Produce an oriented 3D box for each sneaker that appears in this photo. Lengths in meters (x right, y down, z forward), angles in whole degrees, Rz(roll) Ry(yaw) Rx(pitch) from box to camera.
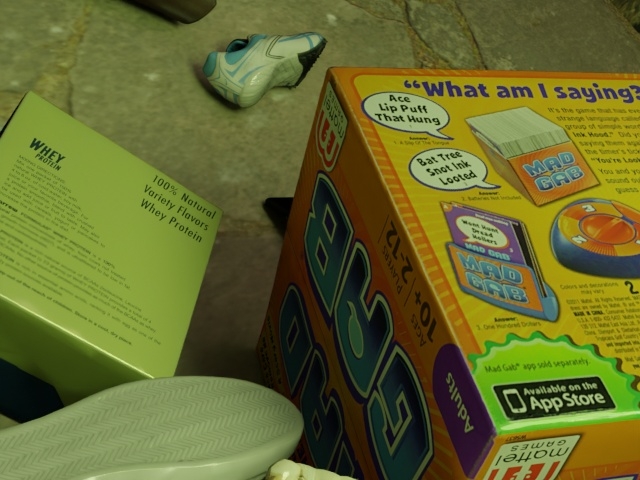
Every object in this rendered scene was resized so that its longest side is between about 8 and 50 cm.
[{"bbox_3d":[-0.151,0.203,0.709,0.292,0.169,0.108,-10,31,-33],"label":"sneaker"},{"bbox_3d":[-0.064,-0.235,1.294,0.086,0.085,0.237,42,32,7],"label":"sneaker"}]

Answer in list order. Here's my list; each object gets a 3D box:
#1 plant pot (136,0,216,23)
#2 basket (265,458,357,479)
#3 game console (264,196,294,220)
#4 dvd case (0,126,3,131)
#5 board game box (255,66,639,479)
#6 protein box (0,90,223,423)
[{"bbox_3d":[-0.200,-0.353,1.217,0.165,0.167,0.167,26,40,-37],"label":"plant pot"},{"bbox_3d":[0.033,0.361,0.575,0.266,0.331,0.328,18,39,-1],"label":"basket"},{"bbox_3d":[0.000,0.000,1.189,0.122,0.071,0.107,-3,28,-47],"label":"game console"},{"bbox_3d":[-0.339,-0.085,0.931,0.119,0.013,0.087,19,44,-34],"label":"dvd case"},{"bbox_3d":[0.180,0.103,0.850,0.356,0.356,0.356,-2,45,-19],"label":"board game box"},{"bbox_3d":[-0.215,0.027,0.833,0.199,0.136,0.201,32,41,-20],"label":"protein box"}]
